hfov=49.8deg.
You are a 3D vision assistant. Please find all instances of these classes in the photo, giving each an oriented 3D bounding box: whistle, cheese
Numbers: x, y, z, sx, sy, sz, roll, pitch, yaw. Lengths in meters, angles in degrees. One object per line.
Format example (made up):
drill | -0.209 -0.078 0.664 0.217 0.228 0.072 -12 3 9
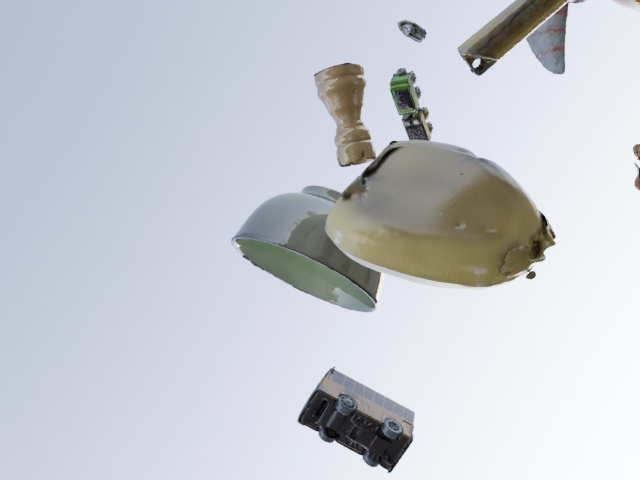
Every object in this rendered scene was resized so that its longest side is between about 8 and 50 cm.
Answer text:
whistle | 0.378 -0.404 1.167 0.326 0.057 0.068 -40 -66 12
cheese | 0.193 -0.033 1.037 0.259 0.316 0.128 -55 -32 -27

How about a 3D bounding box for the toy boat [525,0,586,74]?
toy boat | 0.655 -0.606 1.964 0.096 0.206 0.282 1 -89 -49

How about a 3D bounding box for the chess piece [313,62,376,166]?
chess piece | 0.034 -0.157 0.878 0.066 0.066 0.122 -10 -91 -38

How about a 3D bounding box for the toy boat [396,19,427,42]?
toy boat | 0.202 -0.471 1.544 0.038 0.083 0.038 -34 -33 -27

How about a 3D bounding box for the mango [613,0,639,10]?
mango | 0.408 -0.453 0.924 0.160 0.191 0.290 -15 -65 11

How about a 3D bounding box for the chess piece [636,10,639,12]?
chess piece | 0.668 -0.526 1.437 0.090 0.200 0.090 -46 -2 -2

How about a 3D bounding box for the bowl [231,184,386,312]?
bowl | 0.000 0.000 1.520 0.354 0.354 0.185 42 -113 -45

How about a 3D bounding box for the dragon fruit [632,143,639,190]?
dragon fruit | 0.558 -0.096 1.102 0.068 0.112 0.126 -45 -73 -28

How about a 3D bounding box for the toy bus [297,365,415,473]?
toy bus | 0.063 0.297 1.169 0.091 0.182 0.103 -62 -1 25

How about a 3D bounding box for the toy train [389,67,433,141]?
toy train | 0.215 -0.309 1.627 0.202 0.060 0.081 63 -146 -37
